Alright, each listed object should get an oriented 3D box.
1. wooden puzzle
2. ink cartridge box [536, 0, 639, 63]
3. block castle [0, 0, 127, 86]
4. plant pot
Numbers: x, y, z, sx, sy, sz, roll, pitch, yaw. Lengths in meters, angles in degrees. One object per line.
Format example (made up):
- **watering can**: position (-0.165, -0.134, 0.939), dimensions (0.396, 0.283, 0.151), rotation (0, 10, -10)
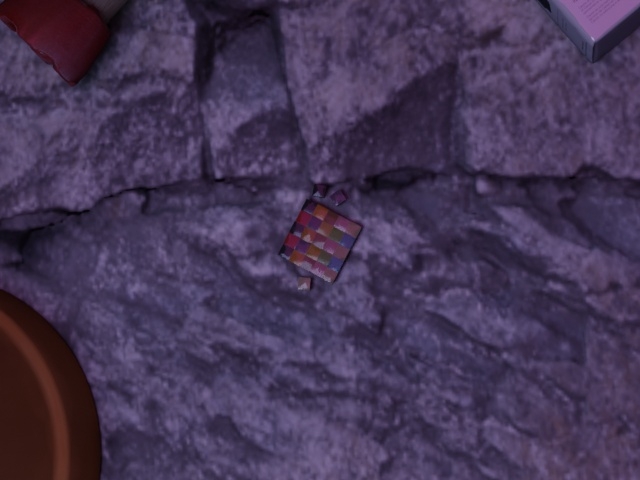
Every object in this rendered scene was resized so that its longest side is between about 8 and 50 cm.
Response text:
- **wooden puzzle**: position (0.000, 0.000, 1.030), dimensions (0.049, 0.006, 0.083), rotation (28, 90, 12)
- **ink cartridge box**: position (0.194, -0.226, 0.986), dimensions (0.109, 0.063, 0.150), rotation (-39, 78, 4)
- **block castle**: position (-0.338, -0.324, 0.982), dimensions (0.453, 0.303, 0.213), rotation (43, 87, 12)
- **plant pot**: position (-0.331, 0.163, 0.979), dimensions (0.290, 0.203, 0.291), rotation (-1, 84, 10)
